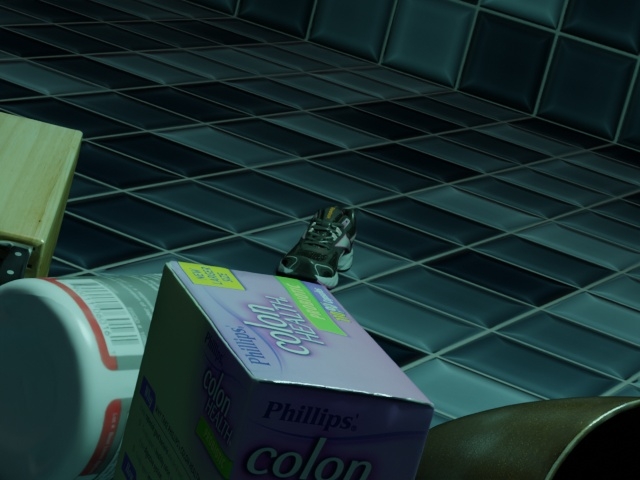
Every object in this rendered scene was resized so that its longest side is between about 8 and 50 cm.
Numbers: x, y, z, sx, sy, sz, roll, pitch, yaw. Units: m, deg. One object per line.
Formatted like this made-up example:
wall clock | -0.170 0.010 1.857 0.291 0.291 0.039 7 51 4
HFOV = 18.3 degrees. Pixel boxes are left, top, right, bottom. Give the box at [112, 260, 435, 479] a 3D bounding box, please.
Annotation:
box | -0.046 0.165 1.246 0.117 0.243 0.213 9 14 -21

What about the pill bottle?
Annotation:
pill bottle | -0.129 0.106 1.561 0.161 0.161 0.283 26 18 39

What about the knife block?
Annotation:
knife block | -0.275 -0.004 1.703 0.088 0.276 0.242 14 -16 -5

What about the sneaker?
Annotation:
sneaker | 0.000 0.000 2.279 0.072 0.077 0.178 15 15 6

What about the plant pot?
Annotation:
plant pot | 0.161 0.204 1.451 0.215 0.215 0.230 6 2 -33
